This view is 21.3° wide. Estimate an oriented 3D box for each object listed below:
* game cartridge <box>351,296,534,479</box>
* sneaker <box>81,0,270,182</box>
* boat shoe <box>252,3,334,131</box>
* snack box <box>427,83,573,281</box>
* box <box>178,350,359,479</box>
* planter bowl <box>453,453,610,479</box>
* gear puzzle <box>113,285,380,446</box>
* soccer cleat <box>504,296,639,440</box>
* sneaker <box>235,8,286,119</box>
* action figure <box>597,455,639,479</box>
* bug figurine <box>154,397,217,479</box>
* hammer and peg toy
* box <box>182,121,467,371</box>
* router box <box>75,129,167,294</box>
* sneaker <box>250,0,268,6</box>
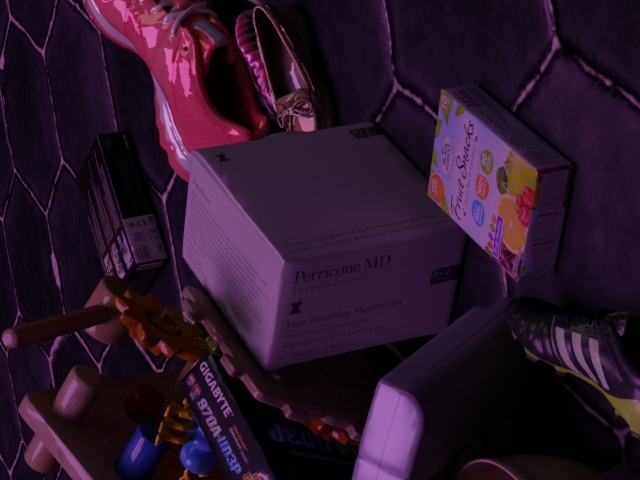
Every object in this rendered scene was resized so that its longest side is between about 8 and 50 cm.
[{"bbox_3d":[0.090,0.208,1.352,0.060,0.196,0.294,26,127,32],"label":"game cartridge"},{"bbox_3d":[-0.135,-0.211,1.728,0.314,0.116,0.136,62,149,-1],"label":"sneaker"},{"bbox_3d":[-0.029,-0.150,1.603,0.056,0.048,0.153,-18,79,39],"label":"boat shoe"},{"bbox_3d":[0.137,-0.046,1.328,0.141,0.037,0.100,49,141,47],"label":"snack box"},{"bbox_3d":[-0.008,0.194,1.529,0.051,0.220,0.175,-46,52,21],"label":"box"},{"bbox_3d":[0.182,0.230,1.267,0.162,0.109,0.162,37,132,56],"label":"planter bowl"},{"bbox_3d":[-0.045,0.118,1.468,0.044,0.339,0.175,-54,44,14],"label":"gear puzzle"},{"bbox_3d":[0.202,0.074,1.230,0.179,0.060,0.072,38,124,46],"label":"soccer cleat"},{"bbox_3d":[-0.055,-0.170,1.679,0.057,0.047,0.119,108,145,-65],"label":"sneaker"},{"bbox_3d":[0.263,0.289,1.148,0.185,0.099,0.285,13,116,55],"label":"action figure"},{"bbox_3d":[-0.066,0.109,1.663,0.072,0.279,0.216,23,113,9],"label":"bug figurine"},{"bbox_3d":[-0.187,0.201,1.766,0.361,0.266,0.127,45,117,26],"label":"hammer and peg toy"},{"bbox_3d":[0.000,0.000,1.464,0.182,0.181,0.119,50,142,45],"label":"box"},{"bbox_3d":[-0.251,-0.030,2.136,0.133,0.046,0.179,-49,56,60],"label":"router box"},{"bbox_3d":[-0.094,-0.333,1.623,0.148,0.131,0.350,-67,27,12],"label":"sneaker"}]
